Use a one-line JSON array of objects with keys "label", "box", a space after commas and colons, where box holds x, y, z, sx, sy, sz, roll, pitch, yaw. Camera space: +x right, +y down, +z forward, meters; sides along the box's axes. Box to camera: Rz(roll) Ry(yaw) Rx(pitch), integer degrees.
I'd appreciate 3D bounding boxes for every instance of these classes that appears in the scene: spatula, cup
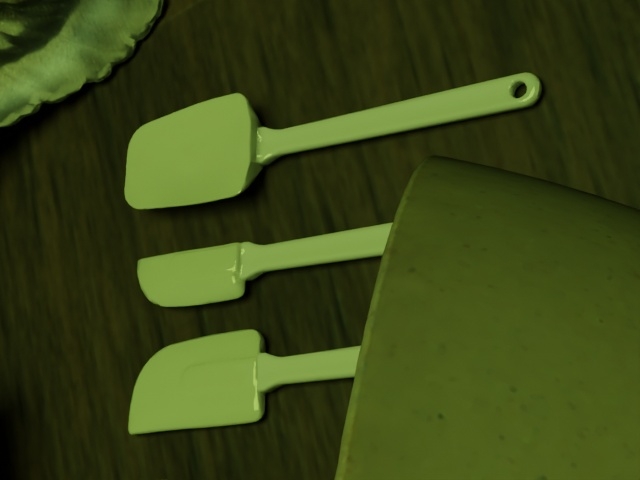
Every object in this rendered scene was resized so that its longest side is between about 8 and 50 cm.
[{"label": "spatula", "box": [0.000, 0.000, 0.870, 0.242, 0.019, 0.168, -11, 69, 33]}, {"label": "cup", "box": [0.133, 0.148, 0.578, 0.237, 0.331, 0.331, 6, 78, 8]}]

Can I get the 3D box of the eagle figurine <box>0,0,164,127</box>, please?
[{"label": "eagle figurine", "box": [-0.245, -0.151, 1.004, 0.226, 0.298, 0.225, 64, 156, -4]}]
